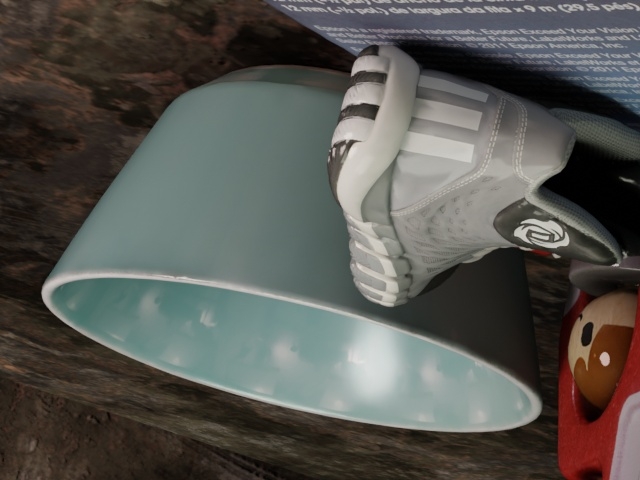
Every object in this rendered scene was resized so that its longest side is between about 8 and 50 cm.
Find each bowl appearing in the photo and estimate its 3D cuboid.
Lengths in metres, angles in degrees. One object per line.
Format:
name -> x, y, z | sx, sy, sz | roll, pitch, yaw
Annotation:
bowl -> 0.000, 0.000, 1.192 | 0.312, 0.163, 0.311 | 13, 164, 4

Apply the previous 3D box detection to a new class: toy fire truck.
toy fire truck -> 0.182, 0.035, 0.990 | 0.169, 0.253, 0.302 | 17, 164, -9

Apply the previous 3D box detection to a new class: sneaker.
sneaker -> 0.082, -0.010, 0.827 | 0.132, 0.086, 0.228 | 12, 170, 11

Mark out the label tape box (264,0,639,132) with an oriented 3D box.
label tape box -> 0.094, -0.128, 0.713 | 0.249, 0.115, 0.348 | 5, 165, 42
